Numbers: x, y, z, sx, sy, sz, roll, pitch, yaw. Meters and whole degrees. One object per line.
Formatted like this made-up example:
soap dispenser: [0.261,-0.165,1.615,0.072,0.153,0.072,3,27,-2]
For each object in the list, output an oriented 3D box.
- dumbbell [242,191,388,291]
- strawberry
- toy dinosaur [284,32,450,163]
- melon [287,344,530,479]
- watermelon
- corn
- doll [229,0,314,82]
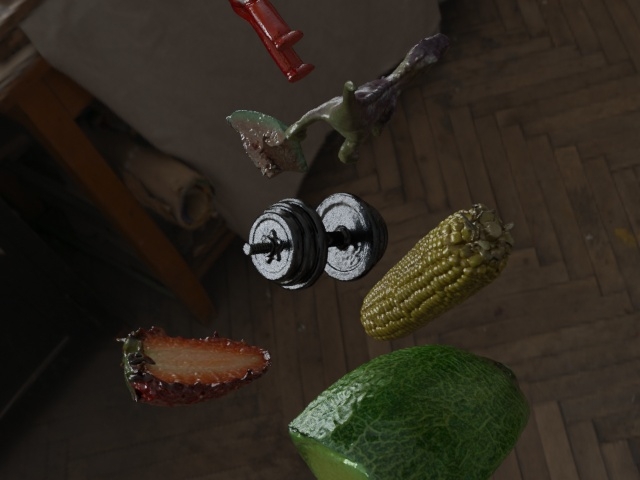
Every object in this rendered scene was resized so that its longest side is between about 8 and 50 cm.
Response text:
dumbbell: [0.000,0.000,0.964,0.099,0.208,0.099,7,100,43]
strawberry: [-0.167,0.183,1.198,0.167,0.208,0.087,-129,53,-68]
toy dinosaur: [0.040,-0.157,1.034,0.251,0.200,0.072,-21,75,-46]
melon: [0.135,0.202,1.040,0.196,0.124,0.323,36,43,26]
watermelon: [-0.095,-0.182,1.602,0.080,0.101,0.155,-36,75,-23]
corn: [0.148,0.057,1.259,0.106,0.305,0.106,15,55,-23]
doll: [-0.142,-0.445,1.545,0.099,0.188,0.384,-36,77,-2]
